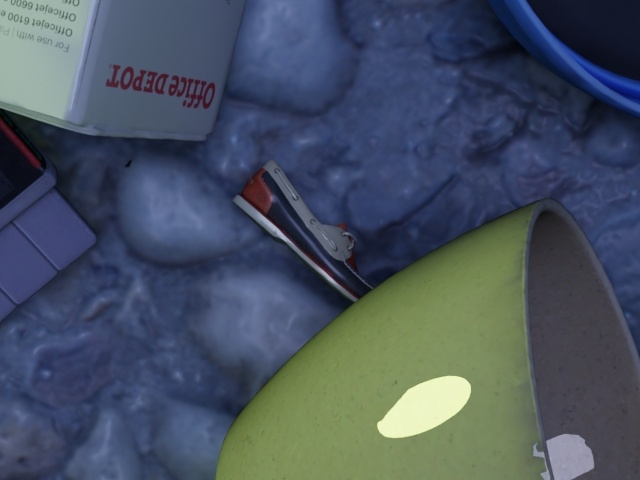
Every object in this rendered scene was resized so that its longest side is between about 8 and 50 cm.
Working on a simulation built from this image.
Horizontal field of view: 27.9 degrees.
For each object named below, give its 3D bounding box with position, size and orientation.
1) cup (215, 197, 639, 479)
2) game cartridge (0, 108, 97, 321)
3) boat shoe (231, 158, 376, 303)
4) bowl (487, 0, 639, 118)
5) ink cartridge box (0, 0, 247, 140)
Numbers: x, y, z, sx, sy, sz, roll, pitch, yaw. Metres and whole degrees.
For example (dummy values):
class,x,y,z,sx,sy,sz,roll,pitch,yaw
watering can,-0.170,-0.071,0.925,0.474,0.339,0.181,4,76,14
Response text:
class,x,y,z,sx,sy,sz,roll,pitch,yaw
cup,0.075,0.162,0.808,0.237,0.331,0.331,-15,89,22
game cartridge,-0.329,-0.058,0.810,0.230,0.068,0.355,-38,122,-1
boat shoe,0.000,0.000,0.919,0.137,0.049,0.043,41,84,3
bowl,0.260,-0.271,0.878,0.391,0.077,0.391,-2,97,-20
ink cartridge box,-0.121,-0.227,0.797,0.129,0.223,0.307,17,97,14
